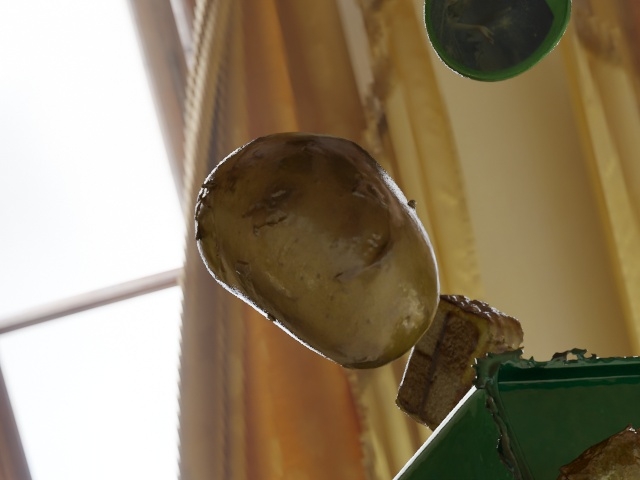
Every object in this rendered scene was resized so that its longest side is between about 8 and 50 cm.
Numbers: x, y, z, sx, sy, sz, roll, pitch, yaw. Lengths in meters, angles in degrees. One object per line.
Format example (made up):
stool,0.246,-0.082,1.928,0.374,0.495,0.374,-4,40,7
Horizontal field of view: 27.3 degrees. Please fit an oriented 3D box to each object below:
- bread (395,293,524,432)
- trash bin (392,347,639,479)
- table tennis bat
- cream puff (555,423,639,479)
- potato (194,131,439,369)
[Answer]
bread,0.218,0.202,2.084,0.096,0.222,0.181,9,-165,-37
trash bin,0.162,0.282,1.016,0.259,0.295,0.381,-1,140,-21
table tennis bat,0.223,-0.271,1.387,0.257,0.160,0.039,-29,167,23
cream puff,0.189,0.147,0.826,0.083,0.083,0.058,-47,-150,16
potato,0.000,0.000,0.845,0.176,0.137,0.137,32,-157,17
